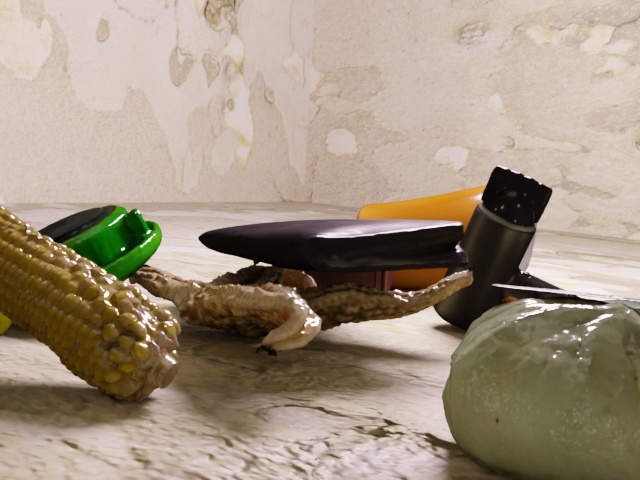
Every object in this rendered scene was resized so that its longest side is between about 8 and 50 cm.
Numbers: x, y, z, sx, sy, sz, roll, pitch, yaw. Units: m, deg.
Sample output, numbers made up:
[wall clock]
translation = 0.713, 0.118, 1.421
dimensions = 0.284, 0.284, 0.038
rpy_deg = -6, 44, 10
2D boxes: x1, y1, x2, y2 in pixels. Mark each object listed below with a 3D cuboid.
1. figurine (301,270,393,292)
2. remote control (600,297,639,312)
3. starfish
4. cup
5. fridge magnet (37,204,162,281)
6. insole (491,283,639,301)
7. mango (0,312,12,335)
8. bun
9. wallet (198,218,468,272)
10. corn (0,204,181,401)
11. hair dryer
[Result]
[figurine]
translation = 0.028, 0.037, 1.168
dimensions = 0.154, 0.082, 0.098
rpy_deg = 6, 12, 17
[remote control]
translation = 0.466, 0.100, 1.070
dimensions = 0.222, 0.042, 0.072
rpy_deg = 4, 6, -9
[starfish]
translation = -0.026, 0.064, 0.885
dimensions = 0.324, 0.082, 0.432
rpy_deg = 1, -1, -34
[cup]
translation = 0.197, 0.016, 1.257
dimensions = 0.264, 0.182, 0.226
rpy_deg = -1, -29, 16
[fridge magnet]
translation = -0.281, 0.024, 0.938
dimensions = 0.208, 0.088, 0.208
rpy_deg = -21, 18, 7
[insole]
translation = 0.189, 0.039, 0.591
dimensions = 0.135, 0.002, 0.045
rpy_deg = 5, 1, 36
[mango]
translation = -0.350, 0.057, 0.769
dimensions = 0.122, 0.085, 0.191
rpy_deg = 11, 5, -8
[bun]
translation = 0.186, 0.099, 0.569
dimensions = 0.196, 0.118, 0.195
rpy_deg = 7, 5, -1
[wallet]
translation = 0.000, 0.000, 0.943
dimensions = 0.197, 0.051, 0.377
rpy_deg = -4, 5, -24
[corn]
translation = -0.227, 0.041, 0.695
dimensions = 0.288, 0.086, 0.086
rpy_deg = 31, 17, 24
[hair dryer]
translation = 0.280, 0.046, 0.965
dimensions = 0.248, 0.195, 0.078
rpy_deg = 26, 24, 11
